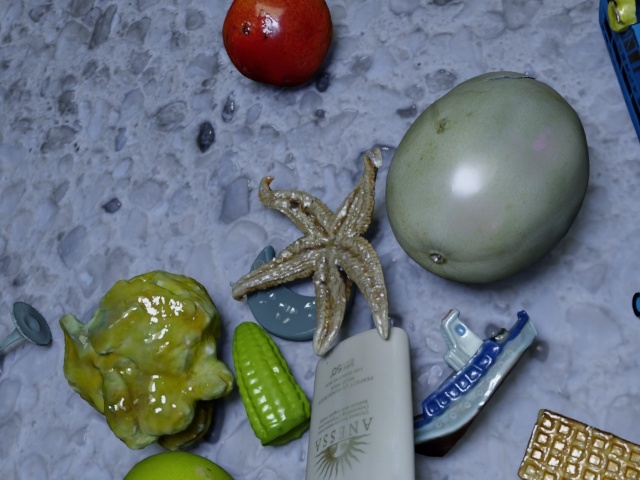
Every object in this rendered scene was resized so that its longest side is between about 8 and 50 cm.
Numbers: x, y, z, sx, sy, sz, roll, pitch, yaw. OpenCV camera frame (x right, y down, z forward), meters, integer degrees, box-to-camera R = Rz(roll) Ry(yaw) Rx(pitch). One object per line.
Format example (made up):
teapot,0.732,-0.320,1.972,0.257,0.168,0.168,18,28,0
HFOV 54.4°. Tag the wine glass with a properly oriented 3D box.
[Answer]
wine glass,-0.608,0.300,1.099,0.309,0.096,0.264,-36,62,1

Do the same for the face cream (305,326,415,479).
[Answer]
face cream,0.048,0.282,0.810,0.173,0.081,0.348,-33,31,30

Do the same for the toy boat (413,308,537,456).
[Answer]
toy boat,0.185,0.187,0.871,0.115,0.114,0.262,37,90,16

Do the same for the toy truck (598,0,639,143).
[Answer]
toy truck,0.536,-0.253,0.928,0.161,0.162,0.385,-12,65,13

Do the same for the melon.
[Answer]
melon,0.243,-0.093,0.897,0.268,0.268,0.330,22,59,25

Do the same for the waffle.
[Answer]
waffle,0.345,0.295,0.815,0.148,0.042,0.102,18,75,24

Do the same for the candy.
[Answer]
candy,-0.086,0.213,0.969,0.096,0.097,0.209,-31,56,3

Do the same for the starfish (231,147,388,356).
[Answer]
starfish,0.007,0.001,0.973,0.375,0.094,0.327,36,100,39

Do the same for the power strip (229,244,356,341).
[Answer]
power strip,-0.056,0.092,1.037,0.216,0.044,0.137,21,76,25

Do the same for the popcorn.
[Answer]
popcorn,-0.255,0.178,0.964,0.276,0.225,0.276,14,112,40

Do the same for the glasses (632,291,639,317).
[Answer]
glasses,0.535,0.119,0.796,0.207,0.102,0.239,-16,63,11

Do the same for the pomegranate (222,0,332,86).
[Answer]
pomegranate,-0.079,-0.401,1.176,0.210,0.210,0.235,-7,40,15

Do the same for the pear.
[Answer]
pear,-0.191,0.398,0.867,0.219,0.187,0.187,20,74,35
